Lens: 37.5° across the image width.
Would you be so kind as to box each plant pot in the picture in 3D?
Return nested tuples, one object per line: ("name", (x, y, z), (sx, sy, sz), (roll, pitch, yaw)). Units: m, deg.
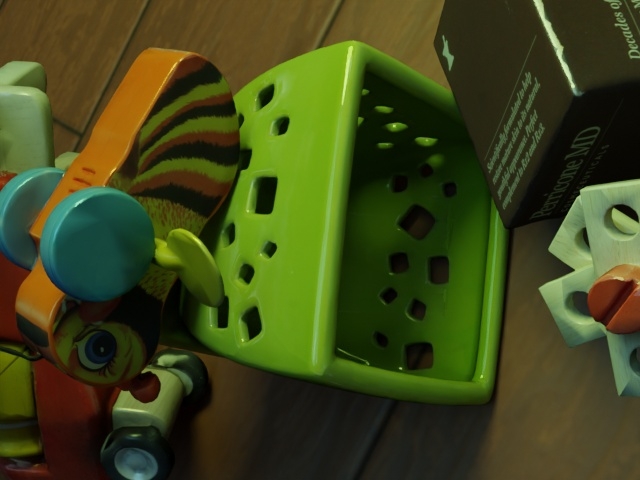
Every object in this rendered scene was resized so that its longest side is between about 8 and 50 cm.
("plant pot", (0.000, 0.000, 0.724), (0.207, 0.228, 0.227), (0, 78, 38))

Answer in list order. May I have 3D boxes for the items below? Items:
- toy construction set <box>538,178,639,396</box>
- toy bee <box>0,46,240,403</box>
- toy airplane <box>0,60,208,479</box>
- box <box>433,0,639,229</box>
("toy construction set", (0.263, 0.032, 0.511), (0.151, 0.327, 0.215), (23, 119, 47))
("toy bee", (-0.148, 0.024, 0.628), (0.298, 0.162, 0.195), (-39, 39, 0))
("toy airplane", (-0.290, 0.045, 0.793), (0.272, 0.386, 0.385), (-15, 68, 16))
("box", (0.204, -0.132, 0.611), (0.203, 0.168, 0.167), (-12, 66, -9))
